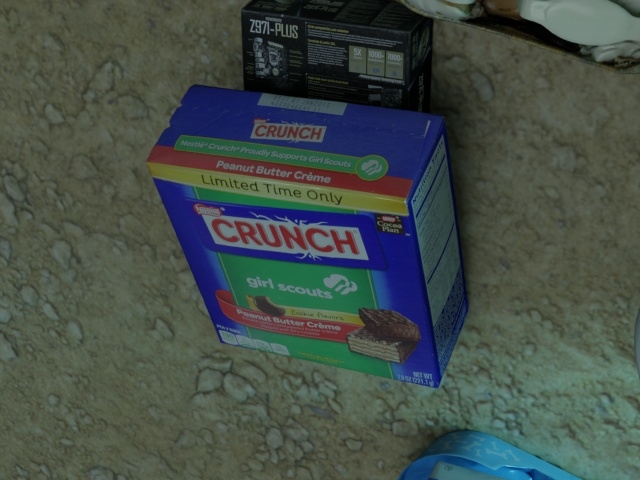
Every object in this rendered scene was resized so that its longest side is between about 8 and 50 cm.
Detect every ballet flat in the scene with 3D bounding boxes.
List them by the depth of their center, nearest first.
[{"bbox_3d":[0.175,-0.233,1.192,0.348,0.123,0.123,18,125,14],"label":"ballet flat"}]

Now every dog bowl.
[{"bbox_3d":[0.233,0.325,1.523,0.297,0.074,0.166,25,126,9],"label":"dog bowl"}]

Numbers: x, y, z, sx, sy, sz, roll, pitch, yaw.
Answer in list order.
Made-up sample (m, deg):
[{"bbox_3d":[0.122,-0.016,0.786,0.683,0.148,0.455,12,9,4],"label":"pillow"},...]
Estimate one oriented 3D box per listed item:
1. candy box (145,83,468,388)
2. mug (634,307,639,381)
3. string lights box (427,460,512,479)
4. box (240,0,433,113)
[{"bbox_3d":[0.000,0.000,1.345,0.268,0.122,0.317,10,143,20],"label":"candy box"},{"bbox_3d":[0.437,0.038,1.144,0.328,0.276,0.374,-23,98,41],"label":"mug"},{"bbox_3d":[0.143,0.351,1.371,0.133,0.259,0.077,13,123,18],"label":"string lights box"},{"bbox_3d":[0.017,-0.168,1.325,0.180,0.077,0.147,10,123,19],"label":"box"}]
